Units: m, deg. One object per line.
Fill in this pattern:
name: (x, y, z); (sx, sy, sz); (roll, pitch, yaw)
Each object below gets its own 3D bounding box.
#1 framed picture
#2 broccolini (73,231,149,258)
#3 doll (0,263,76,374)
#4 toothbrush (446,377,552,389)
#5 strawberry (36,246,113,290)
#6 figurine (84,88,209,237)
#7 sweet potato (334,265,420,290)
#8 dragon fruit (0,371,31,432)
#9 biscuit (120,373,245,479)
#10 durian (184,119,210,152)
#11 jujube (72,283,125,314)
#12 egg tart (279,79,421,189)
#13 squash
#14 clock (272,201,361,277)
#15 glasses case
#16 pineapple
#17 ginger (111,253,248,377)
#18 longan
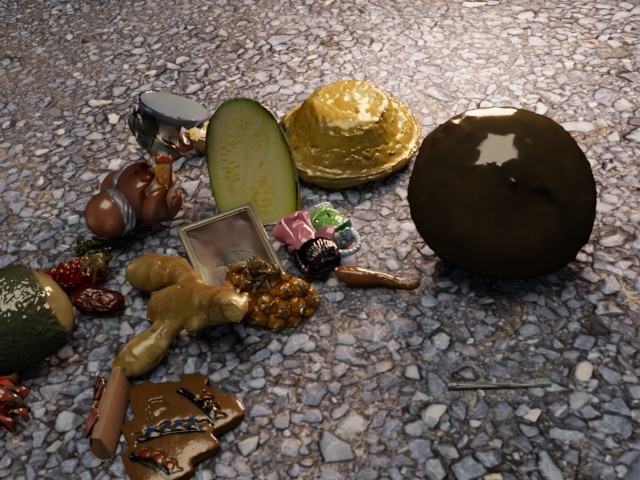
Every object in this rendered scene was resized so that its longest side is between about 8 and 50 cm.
framed picture: (-0.223, 0.043, 1.983); (0.211, 0.020, 0.289); (-20, 57, -13)
broccolini: (-0.569, -0.004, 2.106); (0.201, 0.058, 0.074); (-22, 51, -13)
doll: (-0.753, 0.211, 1.800); (0.349, 0.247, 0.247); (-34, 48, -21)
toothbrush: (0.379, 0.304, 1.652); (0.220, 0.016, 0.019); (-3, 42, 6)
strawberry: (-0.639, 0.091, 2.005); (0.208, 0.087, 0.167); (-18, 1, 28)
figurine: (-0.465, -0.195, 2.075); (0.248, 0.388, 0.276); (18, 27, -5)
sweet potato: (0.138, 0.096, 1.894); (0.214, 0.050, 0.050); (8, 45, 12)
dragon fruit: (-0.718, 0.359, 1.710); (0.142, 0.130, 0.121); (-17, 11, -7)
biscuit: (-0.309, 0.406, 1.636); (0.278, 0.043, 0.301); (3, 44, 13)
durian: (-0.304, -0.314, 2.388); (0.224, 0.078, 0.140); (0, 30, -6)
jujube: (-0.550, 0.146, 1.933); (0.129, 0.077, 0.077); (4, 44, 6)
egg tart: (0.078, -0.335, 2.267); (0.443, 0.178, 0.443); (-3, 44, 3)
squash: (-0.186, -0.216, 2.085); (0.234, 0.309, 0.210); (-9, 43, -1)
clock: (0.000, 0.000, 1.981); (0.194, 0.100, 0.195); (-22, 46, -17)
glasses case: (-0.473, 0.363, 1.669); (0.070, 0.102, 0.193); (-8, 43, 11)
pineapple: (-0.133, 0.127, 1.821); (0.250, 0.164, 0.139); (16, 65, 7)
ginger: (-0.319, 0.138, 1.848); (0.348, 0.122, 0.363); (-17, 35, 11)
longan: (0.420, -0.113, 1.816); (0.436, 0.404, 0.404); (17, 49, 22)
